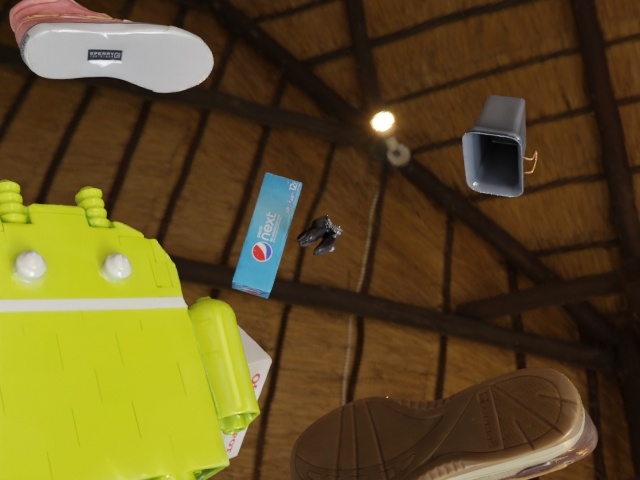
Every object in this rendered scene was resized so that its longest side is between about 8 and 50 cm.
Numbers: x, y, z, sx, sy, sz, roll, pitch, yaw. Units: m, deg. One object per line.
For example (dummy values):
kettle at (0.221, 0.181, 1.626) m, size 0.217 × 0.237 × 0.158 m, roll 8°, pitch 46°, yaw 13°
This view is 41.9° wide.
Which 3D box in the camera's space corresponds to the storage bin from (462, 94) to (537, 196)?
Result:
storage bin at (0.266, -0.141, 1.209) m, size 0.098 × 0.135 × 0.091 m, roll 11°, pitch -120°, yaw 22°

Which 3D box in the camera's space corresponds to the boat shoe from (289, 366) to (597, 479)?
boat shoe at (0.130, 0.234, 0.914) m, size 0.342 × 0.123 × 0.123 m, roll -22°, pitch -132°, yaw 23°

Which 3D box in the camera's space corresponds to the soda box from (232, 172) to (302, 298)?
soda box at (-0.096, -0.009, 1.498) m, size 0.071 × 0.067 × 0.210 m, roll 17°, pitch -105°, yaw -3°

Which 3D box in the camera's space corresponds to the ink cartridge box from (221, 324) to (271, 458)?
ink cartridge box at (-0.194, 0.208, 1.043) m, size 0.100 × 0.237 × 0.172 m, roll 37°, pitch -61°, yaw 33°

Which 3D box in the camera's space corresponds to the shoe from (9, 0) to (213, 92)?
shoe at (-0.192, -0.186, 0.772) m, size 0.178 × 0.063 × 0.081 m, roll -3°, pitch -141°, yaw -33°

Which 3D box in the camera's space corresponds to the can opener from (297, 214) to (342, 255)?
can opener at (0.000, 0.000, 1.410) m, size 0.073 × 0.059 × 0.186 m, roll -44°, pitch -175°, yaw 6°

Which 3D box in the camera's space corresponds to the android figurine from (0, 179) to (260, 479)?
android figurine at (-0.156, 0.081, 0.547) m, size 0.056 × 0.248 × 0.273 m, roll -39°, pitch -121°, yaw 40°
